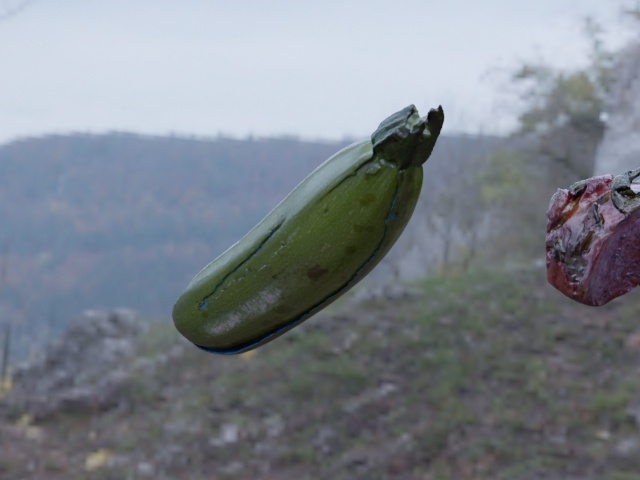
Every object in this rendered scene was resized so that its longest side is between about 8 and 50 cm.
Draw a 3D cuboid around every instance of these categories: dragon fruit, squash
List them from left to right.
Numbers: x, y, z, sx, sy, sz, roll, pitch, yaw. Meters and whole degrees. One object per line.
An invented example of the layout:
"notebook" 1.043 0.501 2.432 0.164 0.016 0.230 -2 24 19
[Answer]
"squash" 0.000 0.000 1.302 0.094 0.094 0.341 5 -33 -39
"dragon fruit" 0.249 -0.019 1.408 0.147 0.096 0.102 -28 23 -30
